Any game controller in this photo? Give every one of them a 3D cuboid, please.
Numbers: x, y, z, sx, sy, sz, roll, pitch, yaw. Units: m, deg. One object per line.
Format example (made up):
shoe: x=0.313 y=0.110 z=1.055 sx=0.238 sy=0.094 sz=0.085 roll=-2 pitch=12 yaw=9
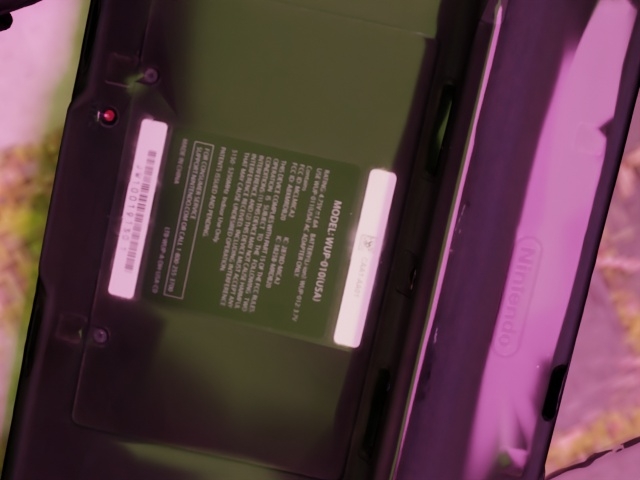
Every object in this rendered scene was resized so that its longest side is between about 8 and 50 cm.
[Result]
game controller: x=0.000 y=0.000 z=0.503 sx=0.166 sy=0.067 sz=0.319 roll=14 pitch=100 yaw=9

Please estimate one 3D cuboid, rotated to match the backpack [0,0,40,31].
backpack: x=-0.150 y=-0.103 z=0.400 sx=0.166 sy=0.188 sz=0.144 roll=-8 pitch=101 yaw=-1
